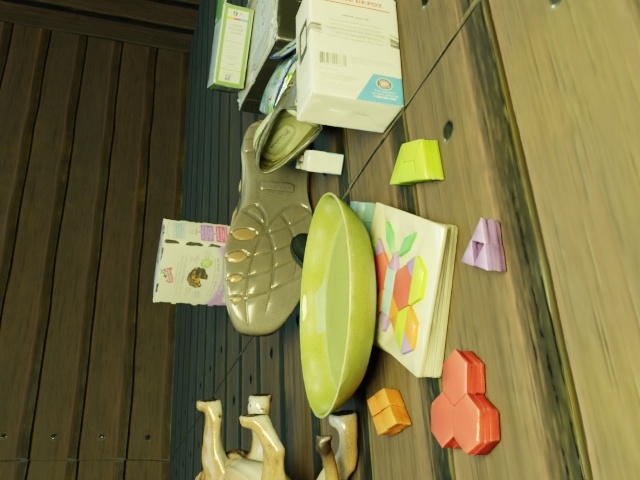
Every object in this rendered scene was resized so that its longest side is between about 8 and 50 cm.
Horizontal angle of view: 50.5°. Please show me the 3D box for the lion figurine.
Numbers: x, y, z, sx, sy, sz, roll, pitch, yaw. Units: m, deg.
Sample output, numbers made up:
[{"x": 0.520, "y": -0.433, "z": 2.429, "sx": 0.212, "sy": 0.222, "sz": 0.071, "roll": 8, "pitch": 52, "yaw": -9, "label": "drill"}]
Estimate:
[{"x": -0.065, "y": 0.323, "z": 0.843, "sx": 0.392, "sy": 0.142, "sz": 0.240, "roll": 163, "pitch": 104, "yaw": -67, "label": "lion figurine"}]

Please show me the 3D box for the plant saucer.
[{"x": 0.017, "y": 0.069, "z": 0.736, "sx": 0.241, "sy": 0.037, "sz": 0.240, "roll": -177, "pitch": 90, "yaw": -78, "label": "plant saucer"}]

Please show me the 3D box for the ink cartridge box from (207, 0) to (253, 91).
[{"x": -0.177, "y": -0.405, "z": 1.349, "sx": 0.109, "sy": 0.062, "sz": 0.209, "roll": -156, "pitch": 73, "yaw": -72, "label": "ink cartridge box"}]

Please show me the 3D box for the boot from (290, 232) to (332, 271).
[{"x": -0.001, "y": 0.000, "z": 0.888, "sx": 0.121, "sy": 0.045, "sz": 0.099, "roll": -116, "pitch": 33, "yaw": -48, "label": "boot"}]

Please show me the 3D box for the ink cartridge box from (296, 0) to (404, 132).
[{"x": 0.029, "y": -0.217, "z": 0.759, "sx": 0.060, "sy": 0.104, "sz": 0.180, "roll": 127, "pitch": 145, "yaw": -62, "label": "ink cartridge box"}]

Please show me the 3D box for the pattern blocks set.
[{"x": 0.077, "y": 0.046, "z": 0.650, "sx": 0.325, "sy": 0.026, "sz": 0.285, "roll": 162, "pitch": 112, "yaw": -72, "label": "pattern blocks set"}]

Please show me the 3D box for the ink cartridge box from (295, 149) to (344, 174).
[{"x": -0.004, "y": -0.108, "z": 0.927, "sx": 0.083, "sy": 0.048, "sz": 0.028, "roll": -149, "pitch": 66, "yaw": -73, "label": "ink cartridge box"}]

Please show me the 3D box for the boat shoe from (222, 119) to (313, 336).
[{"x": -0.074, "y": -0.014, "z": 1.034, "sx": 0.130, "sy": 0.133, "sz": 0.355, "roll": 107, "pitch": 171, "yaw": -62, "label": "boat shoe"}]

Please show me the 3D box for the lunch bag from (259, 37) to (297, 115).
[{"x": -0.024, "y": -0.238, "z": 0.974, "sx": 0.151, "sy": 0.096, "sz": 0.129, "roll": -66, "pitch": 17, "yaw": 9, "label": "lunch bag"}]

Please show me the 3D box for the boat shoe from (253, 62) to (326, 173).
[{"x": -0.016, "y": -0.169, "z": 0.867, "sx": 0.223, "sy": 0.080, "sz": 0.073, "roll": -48, "pitch": 25, "yaw": 33, "label": "boat shoe"}]

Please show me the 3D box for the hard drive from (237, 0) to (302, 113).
[{"x": -0.095, "y": -0.412, "z": 1.303, "sx": 0.339, "sy": 0.064, "sz": 0.236, "roll": 150, "pitch": 125, "yaw": -70, "label": "hard drive"}]

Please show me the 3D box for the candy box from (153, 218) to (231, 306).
[{"x": -0.220, "y": 0.049, "z": 1.327, "sx": 0.070, "sy": 0.197, "sz": 0.164, "roll": -104, "pitch": 26, "yaw": -47, "label": "candy box"}]
